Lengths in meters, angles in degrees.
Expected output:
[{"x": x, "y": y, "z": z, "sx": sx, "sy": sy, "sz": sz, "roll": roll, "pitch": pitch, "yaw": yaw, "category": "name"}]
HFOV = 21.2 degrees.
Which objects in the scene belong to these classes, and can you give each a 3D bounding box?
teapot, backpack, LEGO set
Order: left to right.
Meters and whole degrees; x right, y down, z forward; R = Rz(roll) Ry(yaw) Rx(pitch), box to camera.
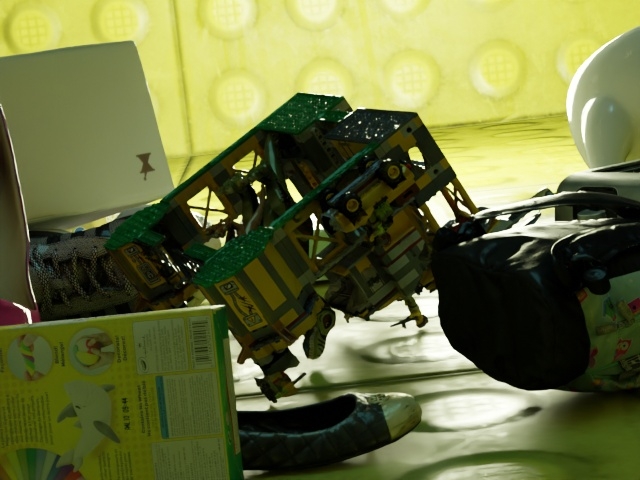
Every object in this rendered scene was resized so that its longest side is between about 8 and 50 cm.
[{"x": 0.005, "y": 0.028, "z": 1.266, "sx": 0.255, "sy": 0.192, "sz": 0.331, "roll": -42, "pitch": 20, "yaw": -22, "category": "LEGO set"}, {"x": 0.179, "y": 0.037, "z": 1.093, "sx": 0.182, "sy": 0.115, "sz": 0.152, "roll": -9, "pitch": 20, "yaw": -28, "category": "backpack"}, {"x": 0.383, "y": -0.104, "z": 1.719, "sx": 0.256, "sy": 0.187, "sz": 0.252, "roll": -21, "pitch": -23, "yaw": 12, "category": "teapot"}]

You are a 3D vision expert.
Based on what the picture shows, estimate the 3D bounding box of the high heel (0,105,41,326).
[{"x": -0.266, "y": -0.010, "z": 1.287, "sx": 0.127, "sy": 0.181, "sz": 0.377, "roll": 14, "pitch": 13, "yaw": -32, "category": "high heel"}]

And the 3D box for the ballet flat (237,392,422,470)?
[{"x": -0.027, "y": 0.105, "z": 0.988, "sx": 0.173, "sy": 0.049, "sz": 0.057, "roll": -7, "pitch": 9, "yaw": -4, "category": "ballet flat"}]

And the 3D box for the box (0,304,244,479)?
[{"x": -0.137, "y": 0.095, "z": 0.943, "sx": 0.179, "sy": 0.105, "sz": 0.043, "roll": -5, "pitch": 0, "yaw": 7, "category": "box"}]

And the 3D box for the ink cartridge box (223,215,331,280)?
[{"x": 0.000, "y": 0.000, "z": 1.693, "sx": 0.171, "sy": 0.056, "sz": 0.235, "roll": -5, "pitch": 5, "yaw": 3, "category": "ink cartridge box"}]

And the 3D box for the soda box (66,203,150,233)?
[{"x": -0.269, "y": -0.030, "z": 2.090, "sx": 0.061, "sy": 0.058, "sz": 0.181, "roll": -4, "pitch": 8, "yaw": 18, "category": "soda box"}]

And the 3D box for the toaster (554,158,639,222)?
[{"x": 0.295, "y": -0.005, "z": 1.310, "sx": 0.186, "sy": 0.110, "sz": 0.168, "roll": -12, "pitch": 11, "yaw": -37, "category": "toaster"}]

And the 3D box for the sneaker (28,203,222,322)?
[{"x": -0.218, "y": 0.035, "z": 1.472, "sx": 0.269, "sy": 0.101, "sz": 0.153, "roll": -7, "pitch": 6, "yaw": 38, "category": "sneaker"}]

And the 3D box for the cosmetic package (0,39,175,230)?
[{"x": -0.384, "y": -0.060, "z": 1.728, "sx": 0.230, "sy": 0.161, "sz": 0.453, "roll": -14, "pitch": 0, "yaw": -44, "category": "cosmetic package"}]
